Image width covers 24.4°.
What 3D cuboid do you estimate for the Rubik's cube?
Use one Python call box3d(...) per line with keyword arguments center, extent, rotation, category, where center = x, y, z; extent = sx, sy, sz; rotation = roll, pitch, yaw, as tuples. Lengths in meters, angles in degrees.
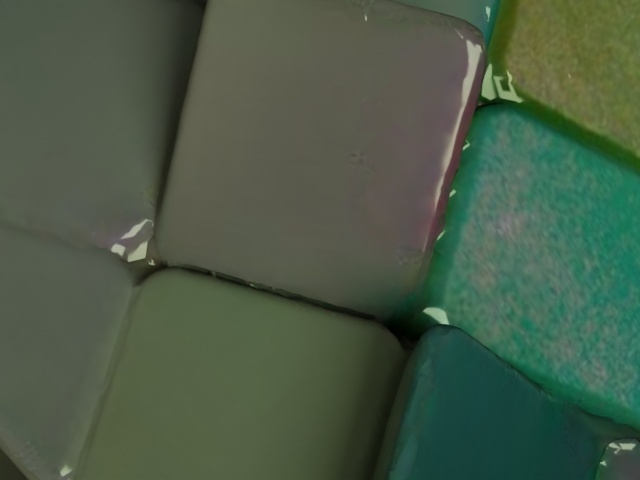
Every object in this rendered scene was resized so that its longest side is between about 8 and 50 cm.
box3d(center=(0.000, 0.000, 0.615), extent=(0.387, 0.358, 0.368), rotation=(-40, 81, -9), category="Rubik's cube")
